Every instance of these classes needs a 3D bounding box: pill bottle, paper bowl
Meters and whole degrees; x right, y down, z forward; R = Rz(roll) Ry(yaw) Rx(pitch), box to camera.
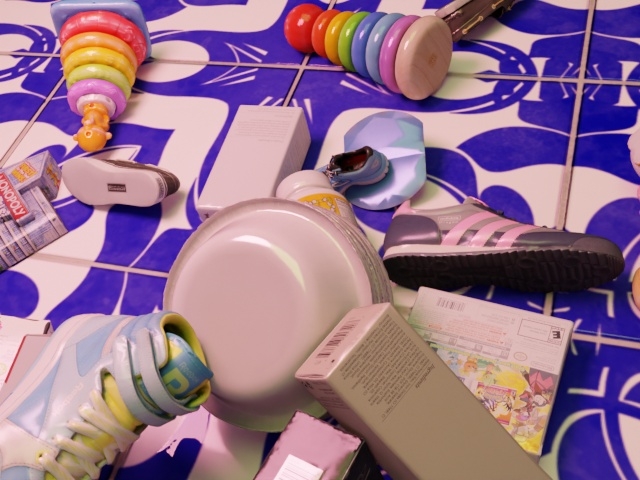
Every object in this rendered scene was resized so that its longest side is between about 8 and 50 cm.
[{"bbox_3d":[0.000,0.000,1.097,0.117,0.118,0.209,-17,50,-1],"label":"pill bottle"},{"bbox_3d":[-0.064,0.088,0.936,0.284,0.148,0.285,-2,84,24],"label":"paper bowl"}]

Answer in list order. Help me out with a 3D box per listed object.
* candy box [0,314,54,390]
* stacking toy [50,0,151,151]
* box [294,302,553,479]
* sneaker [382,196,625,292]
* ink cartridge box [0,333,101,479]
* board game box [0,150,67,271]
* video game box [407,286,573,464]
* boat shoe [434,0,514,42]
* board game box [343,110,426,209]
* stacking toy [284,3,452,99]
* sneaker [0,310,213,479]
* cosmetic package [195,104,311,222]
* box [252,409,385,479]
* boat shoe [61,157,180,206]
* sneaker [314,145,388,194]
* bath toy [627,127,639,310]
[{"bbox_3d":[-0.472,0.198,1.055,0.164,0.070,0.196,7,52,1],"label":"candy box"},{"bbox_3d":[-0.409,-0.287,1.425,0.175,0.166,0.302,-3,61,-4],"label":"stacking toy"},{"bbox_3d":[0.110,0.200,0.817,0.113,0.094,0.275,-45,100,-23],"label":"box"},{"bbox_3d":[0.244,-0.007,1.049,0.318,0.112,0.131,2,55,14],"label":"sneaker"},{"bbox_3d":[-0.323,0.216,0.959,0.072,0.175,0.128,1,52,11],"label":"ink cartridge box"},{"bbox_3d":[-0.517,-0.060,1.307,0.194,0.060,0.194,-35,52,-14],"label":"board game box"},{"bbox_3d":[0.193,0.163,0.963,0.205,0.048,0.187,13,53,23],"label":"video game box"},{"bbox_3d":[0.311,-0.439,1.420,0.227,0.069,0.081,-33,12,-19],"label":"boat shoe"},{"bbox_3d":[0.105,-0.123,1.221,0.133,0.033,0.169,-9,68,21],"label":"board game box"},{"bbox_3d":[0.063,-0.357,1.373,0.330,0.141,0.141,25,60,34],"label":"stacking toy"},{"bbox_3d":[-0.225,0.188,0.786,0.208,0.127,0.319,-13,40,26],"label":"sneaker"},{"bbox_3d":[-0.101,-0.111,1.236,0.117,0.086,0.231,6,55,18],"label":"cosmetic package"},{"bbox_3d":[-0.009,0.295,0.824,0.093,0.158,0.156,17,58,32],"label":"box"},{"bbox_3d":[-0.336,-0.098,1.294,0.219,0.078,0.070,12,20,26],"label":"boat shoe"},{"bbox_3d":[0.020,-0.107,1.191,0.162,0.073,0.064,-25,63,14],"label":"sneaker"},{"bbox_3d":[0.469,-0.015,0.997,0.129,0.151,0.348,27,49,-15],"label":"bath toy"}]
